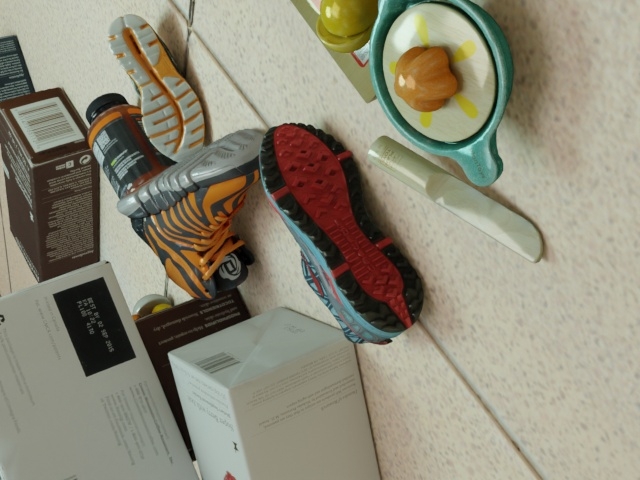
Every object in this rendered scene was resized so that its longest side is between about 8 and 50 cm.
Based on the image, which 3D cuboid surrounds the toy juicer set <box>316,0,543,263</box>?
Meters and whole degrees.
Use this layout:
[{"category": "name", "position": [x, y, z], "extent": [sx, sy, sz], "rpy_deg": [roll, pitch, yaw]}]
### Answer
[{"category": "toy juicer set", "position": [0.068, -0.138, 0.742], "extent": [0.209, 0.090, 0.328], "rpy_deg": [16, 124, 43]}]

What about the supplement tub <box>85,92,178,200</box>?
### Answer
[{"category": "supplement tub", "position": [-0.287, -0.134, 1.396], "extent": [0.197, 0.106, 0.106], "rpy_deg": [57, 150, 25]}]

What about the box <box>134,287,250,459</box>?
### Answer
[{"category": "box", "position": [-0.178, 0.205, 1.357], "extent": [0.203, 0.167, 0.168], "rpy_deg": [63, 151, 13]}]

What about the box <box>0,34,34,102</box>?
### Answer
[{"category": "box", "position": [-0.699, -0.325, 2.003], "extent": [0.153, 0.108, 0.207], "rpy_deg": [-2, 107, 61]}]

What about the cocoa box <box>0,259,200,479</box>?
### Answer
[{"category": "cocoa box", "position": [-0.347, 0.245, 1.252], "extent": [0.347, 0.232, 0.228], "rpy_deg": [66, 152, 7]}]

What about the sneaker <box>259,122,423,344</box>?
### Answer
[{"category": "sneaker", "position": [0.000, 0.000, 0.973], "extent": [0.261, 0.104, 0.125], "rpy_deg": [62, 153, 14]}]

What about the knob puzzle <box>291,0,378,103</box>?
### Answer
[{"category": "knob puzzle", "position": [0.045, -0.245, 0.802], "extent": [0.213, 0.030, 0.213], "rpy_deg": [28, 131, 38]}]

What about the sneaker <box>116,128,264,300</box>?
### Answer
[{"category": "sneaker", "position": [-0.129, -0.027, 1.195], "extent": [0.321, 0.125, 0.180], "rpy_deg": [-16, 110, 55]}]

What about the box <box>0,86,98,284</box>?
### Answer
[{"category": "box", "position": [-0.547, -0.099, 1.852], "extent": [0.191, 0.143, 0.381], "rpy_deg": [53, 150, 29]}]

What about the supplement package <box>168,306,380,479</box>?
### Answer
[{"category": "supplement package", "position": [-0.049, 0.261, 1.154], "extent": [0.178, 0.175, 0.292], "rpy_deg": [14, 120, 57]}]

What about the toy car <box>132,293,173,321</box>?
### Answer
[{"category": "toy car", "position": [-0.295, 0.197, 1.593], "extent": [0.159, 0.136, 0.182], "rpy_deg": [44, 143, 40]}]

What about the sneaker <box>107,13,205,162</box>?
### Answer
[{"category": "sneaker", "position": [-0.217, -0.209, 1.264], "extent": [0.083, 0.084, 0.214], "rpy_deg": [-99, -13, -82]}]
